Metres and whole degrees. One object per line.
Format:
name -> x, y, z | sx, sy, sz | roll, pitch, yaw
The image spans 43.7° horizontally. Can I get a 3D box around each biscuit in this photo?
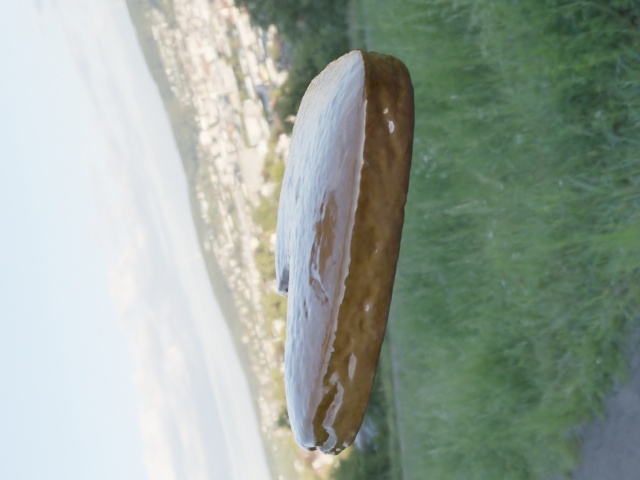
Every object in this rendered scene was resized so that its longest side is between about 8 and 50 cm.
biscuit -> -0.001, 0.000, 0.409 | 0.192, 0.036, 0.186 | -155, 74, -79
